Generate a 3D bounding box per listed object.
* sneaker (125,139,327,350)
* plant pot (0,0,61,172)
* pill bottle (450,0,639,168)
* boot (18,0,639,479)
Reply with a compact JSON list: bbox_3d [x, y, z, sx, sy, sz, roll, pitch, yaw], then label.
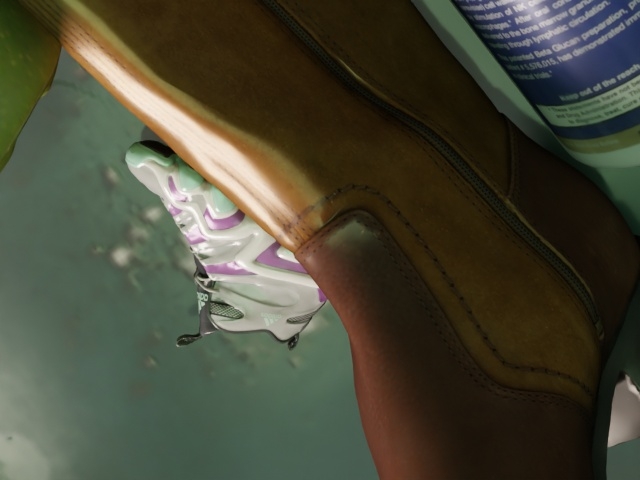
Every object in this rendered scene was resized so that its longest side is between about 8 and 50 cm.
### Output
[{"bbox_3d":[-0.043,0.009,0.665,0.098,0.038,0.069,31,103,-5],"label":"sneaker"},{"bbox_3d":[-0.235,-0.078,0.556,0.254,0.276,0.276,40,103,-19],"label":"plant pot"},{"bbox_3d":[0.078,-0.113,0.580,0.094,0.094,0.169,-37,115,11],"label":"pill bottle"},{"bbox_3d":[0.000,0.000,0.557,0.280,0.264,0.096,49,139,-11],"label":"boot"}]
